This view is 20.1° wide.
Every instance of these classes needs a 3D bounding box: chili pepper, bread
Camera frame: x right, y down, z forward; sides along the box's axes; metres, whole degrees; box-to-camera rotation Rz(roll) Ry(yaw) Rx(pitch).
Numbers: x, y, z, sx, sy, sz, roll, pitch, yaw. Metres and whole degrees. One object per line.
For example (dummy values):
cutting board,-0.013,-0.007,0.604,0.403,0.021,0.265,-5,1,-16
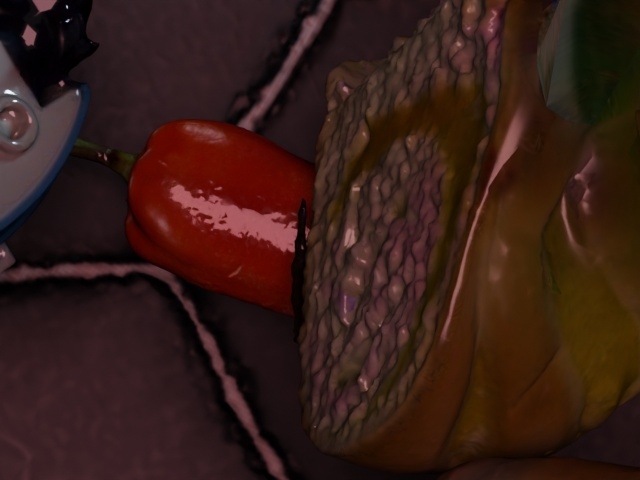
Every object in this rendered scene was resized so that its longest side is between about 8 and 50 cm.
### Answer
chili pepper,0.000,0.000,0.750,0.272,0.063,0.071,19,60,-5
bread,0.092,-0.030,0.680,0.156,0.158,0.260,17,64,-23

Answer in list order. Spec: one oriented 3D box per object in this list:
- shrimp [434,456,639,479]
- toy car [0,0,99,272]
shrimp,0.210,0.204,0.674,0.446,0.221,0.110,36,53,-21
toy car,-0.221,-0.108,0.639,0.198,0.166,0.314,-40,105,-36
